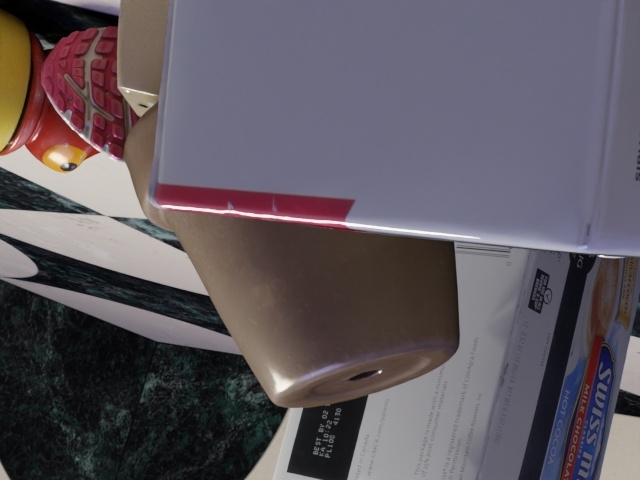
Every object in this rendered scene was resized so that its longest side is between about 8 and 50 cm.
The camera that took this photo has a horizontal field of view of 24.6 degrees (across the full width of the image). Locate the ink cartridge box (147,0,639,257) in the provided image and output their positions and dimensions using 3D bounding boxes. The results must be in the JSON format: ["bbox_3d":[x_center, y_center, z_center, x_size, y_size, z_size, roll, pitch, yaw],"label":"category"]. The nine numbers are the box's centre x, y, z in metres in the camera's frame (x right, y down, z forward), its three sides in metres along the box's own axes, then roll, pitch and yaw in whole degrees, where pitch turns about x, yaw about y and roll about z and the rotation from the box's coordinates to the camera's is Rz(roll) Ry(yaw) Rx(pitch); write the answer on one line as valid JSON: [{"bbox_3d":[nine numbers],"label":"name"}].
[{"bbox_3d":[0.145,-0.072,0.795,0.279,0.160,0.384,5,180,43],"label":"ink cartridge box"}]

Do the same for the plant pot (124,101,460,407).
[{"bbox_3d":[0.000,0.000,1.126,0.263,0.229,0.263,-15,164,-4],"label":"plant pot"}]

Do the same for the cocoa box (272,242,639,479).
[{"bbox_3d":[0.143,0.115,1.417,0.231,0.347,0.228,5,165,39],"label":"cocoa box"}]

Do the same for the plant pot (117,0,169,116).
[{"bbox_3d":[-0.104,-0.144,1.162,0.109,0.096,0.109,13,168,10],"label":"plant pot"}]

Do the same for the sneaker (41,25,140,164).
[{"bbox_3d":[-0.118,-0.098,1.336,0.299,0.121,0.112,22,169,-27],"label":"sneaker"}]

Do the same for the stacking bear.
[{"bbox_3d":[-0.311,-0.139,1.323,0.289,0.164,0.175,11,147,-31],"label":"stacking bear"}]
